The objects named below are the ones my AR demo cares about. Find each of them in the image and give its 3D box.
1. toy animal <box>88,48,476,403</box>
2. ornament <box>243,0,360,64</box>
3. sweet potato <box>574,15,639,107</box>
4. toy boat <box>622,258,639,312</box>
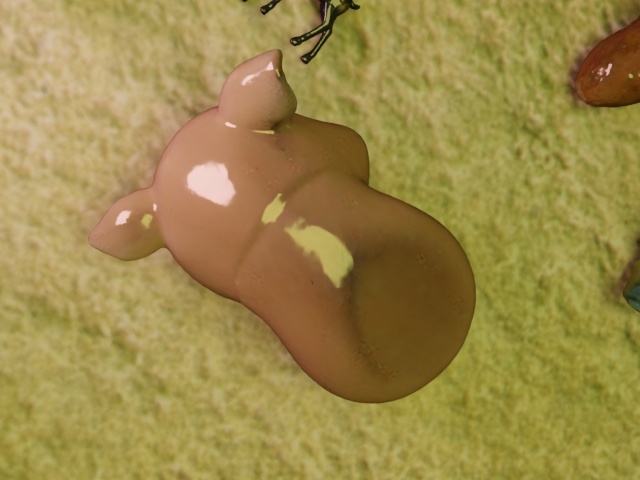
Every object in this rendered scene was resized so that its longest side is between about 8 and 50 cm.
[{"bbox_3d":[-0.005,0.009,0.654,0.250,0.154,0.166,38,89,-18],"label":"toy animal"},{"bbox_3d":[0.006,-0.198,0.706,0.073,0.028,0.125,41,82,-19],"label":"ornament"},{"bbox_3d":[0.365,-0.195,0.743,0.354,0.095,0.106,-35,124,25],"label":"sweet potato"},{"bbox_3d":[0.365,-0.037,0.819,0.084,0.111,0.276,37,81,-22],"label":"toy boat"}]
